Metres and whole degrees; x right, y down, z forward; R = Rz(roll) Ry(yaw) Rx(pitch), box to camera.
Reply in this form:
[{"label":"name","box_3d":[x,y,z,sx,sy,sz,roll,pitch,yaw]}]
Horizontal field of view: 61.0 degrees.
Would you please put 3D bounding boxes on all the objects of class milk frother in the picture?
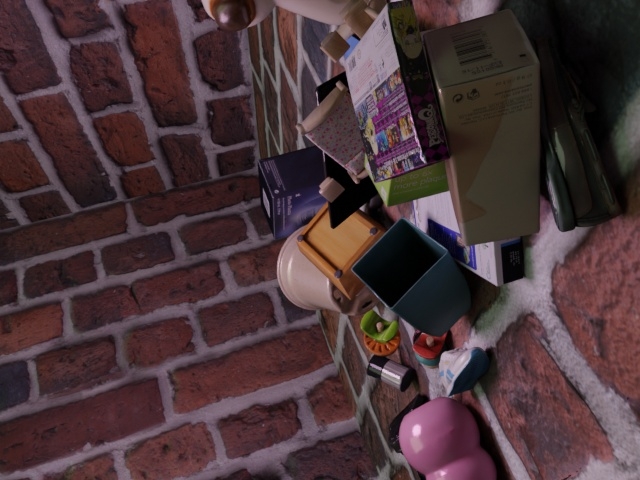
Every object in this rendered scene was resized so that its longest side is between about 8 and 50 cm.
[{"label":"milk frother","box_3d":[0.251,0.410,1.822,0.135,0.129,0.143,19,99,34]}]

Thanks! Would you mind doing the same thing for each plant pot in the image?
[{"label":"plant pot","box_3d":[0.223,0.103,1.210,0.234,0.165,0.166,44,-179,-40]},{"label":"plant pot","box_3d":[0.058,0.118,1.880,0.305,0.334,0.333,19,125,63]}]

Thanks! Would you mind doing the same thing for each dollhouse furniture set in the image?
[{"label":"dollhouse furniture set","box_3d":[0.067,-0.249,1.125,0.303,0.355,0.173,35,-163,-36]}]

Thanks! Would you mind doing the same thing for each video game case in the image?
[{"label":"video game case","box_3d":[0.102,-0.200,0.793,0.232,0.042,0.210,177,79,-79]}]

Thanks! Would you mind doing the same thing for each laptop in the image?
[{"label":"laptop","box_3d":[0.051,-0.314,1.476,0.236,0.408,0.381,20,134,33]}]

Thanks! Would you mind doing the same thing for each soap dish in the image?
[{"label":"soap dish","box_3d":[0.072,0.008,1.642,0.291,0.229,0.118,41,-179,43]}]

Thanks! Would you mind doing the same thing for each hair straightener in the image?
[{"label":"hair straightener","box_3d":[0.165,-0.083,1.672,0.230,0.047,0.089,94,157,-60]}]

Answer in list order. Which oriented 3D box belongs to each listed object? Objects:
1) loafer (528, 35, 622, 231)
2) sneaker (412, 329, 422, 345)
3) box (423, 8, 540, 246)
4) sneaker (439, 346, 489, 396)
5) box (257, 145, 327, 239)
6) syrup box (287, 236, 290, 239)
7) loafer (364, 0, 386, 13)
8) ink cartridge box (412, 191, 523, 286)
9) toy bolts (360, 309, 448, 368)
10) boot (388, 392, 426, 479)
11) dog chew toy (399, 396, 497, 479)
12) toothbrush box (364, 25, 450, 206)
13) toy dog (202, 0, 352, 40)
[{"label":"loafer","box_3d":[0.340,-0.149,0.739,0.096,0.084,0.267,-18,-83,-70]},{"label":"sneaker","box_3d":[0.290,0.281,1.590,0.119,0.047,0.057,96,167,-59]},{"label":"box","box_3d":[0.241,-0.147,0.791,0.311,0.121,0.148,66,-164,-45]},{"label":"sneaker","box_3d":[0.331,0.299,1.299,0.228,0.088,0.092,97,157,-57]},{"label":"box","box_3d":[-0.060,-0.180,1.990,0.296,0.294,0.182,95,154,-61]},{"label":"syrup box","box_3d":[0.000,0.000,2.087,0.096,0.237,0.093,176,78,-78]},{"label":"loafer","box_3d":[0.131,-0.515,1.257,0.148,0.056,0.050,76,173,-66]},{"label":"ink cartridge box","box_3d":[0.287,-0.040,1.115,0.333,0.065,0.165,-137,33,-66]},{"label":"toy bolts","box_3d":[0.255,0.253,1.499,0.229,0.218,0.158,27,156,28]},{"label":"boot","box_3d":[0.333,0.625,1.621,0.260,0.131,0.348,44,-165,7]},{"label":"dog chew toy","box_3d":[0.341,0.568,1.360,0.331,0.207,0.206,60,164,22]},{"label":"toothbrush box","box_3d":[0.199,-0.212,0.946,0.283,0.206,0.122,90,161,-52]},{"label":"toy dog","box_3d":[-0.085,-0.624,1.242,0.395,0.408,0.284,96,156,-60]}]
